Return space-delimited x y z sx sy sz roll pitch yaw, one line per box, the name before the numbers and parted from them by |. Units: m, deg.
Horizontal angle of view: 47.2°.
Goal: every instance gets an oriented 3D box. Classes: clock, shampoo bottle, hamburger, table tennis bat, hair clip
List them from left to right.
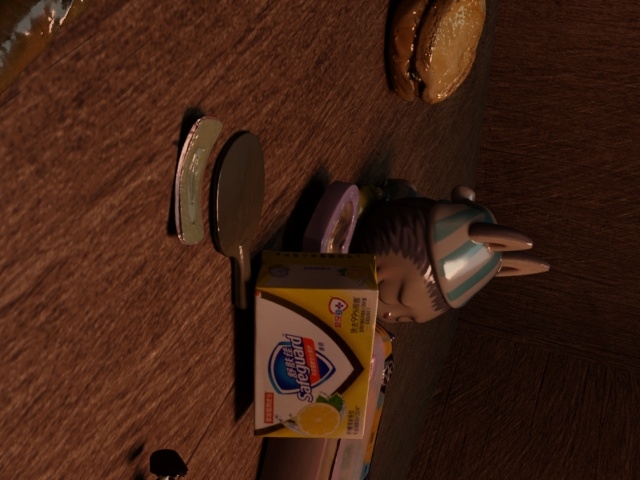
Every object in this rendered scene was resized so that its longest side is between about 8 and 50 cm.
shampoo bottle | -0.179 0.343 0.836 0.067 0.068 0.236 -40 139 -59
hair clip | -0.130 -0.063 0.768 0.054 0.022 0.137 -19 121 -69
table tennis bat | -0.099 -0.019 0.907 0.131 0.022 0.234 -51 147 -57
clock | 0.000 0.000 1.144 0.172 0.064 0.198 10 93 -73
hamburger | 0.215 -0.397 1.397 0.243 0.146 0.286 -36 143 -55

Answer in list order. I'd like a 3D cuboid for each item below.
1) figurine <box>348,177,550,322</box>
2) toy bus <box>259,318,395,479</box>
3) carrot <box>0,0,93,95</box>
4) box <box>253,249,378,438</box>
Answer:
figurine | 0.240 0.029 1.397 0.361 0.378 0.266 -44 144 -57
toy bus | 0.008 0.314 1.232 0.162 0.171 0.386 -1 103 -68
carrot | -0.194 -0.136 0.454 0.070 0.070 0.342 71 37 -59
box | -0.010 0.150 1.030 0.097 0.168 0.265 -93 -172 -61
